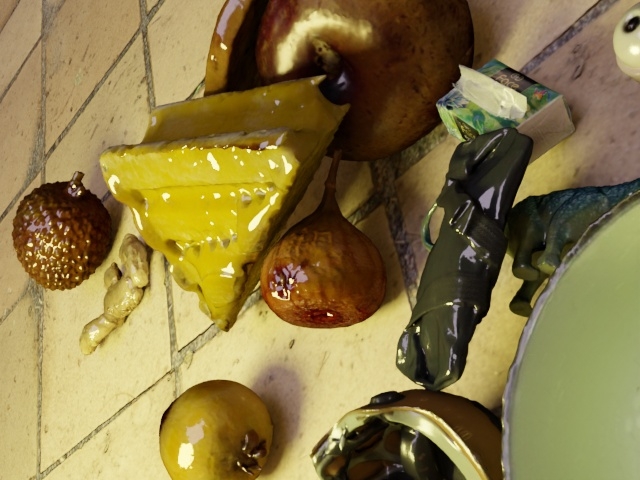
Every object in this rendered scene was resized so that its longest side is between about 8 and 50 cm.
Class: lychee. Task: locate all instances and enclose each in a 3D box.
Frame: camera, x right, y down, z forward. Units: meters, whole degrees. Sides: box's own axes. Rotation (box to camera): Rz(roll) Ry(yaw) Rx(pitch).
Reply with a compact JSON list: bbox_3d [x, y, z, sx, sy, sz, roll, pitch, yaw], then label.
[{"bbox_3d":[-0.487,-0.020,1.565,0.200,0.200,0.238,44,122,50],"label":"lychee"}]

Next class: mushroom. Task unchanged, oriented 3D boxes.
[{"bbox_3d":[0.063,-0.239,0.965,0.254,0.267,0.267,-49,30,-23],"label":"mushroom"}]

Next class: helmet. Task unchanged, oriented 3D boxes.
[{"bbox_3d":[0.106,0.217,0.748,0.224,0.130,0.198,-31,87,45],"label":"helmet"}]

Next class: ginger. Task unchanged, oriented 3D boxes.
[{"bbox_3d":[-0.362,0.095,1.471,0.258,0.065,0.149,-54,28,31],"label":"ginger"}]

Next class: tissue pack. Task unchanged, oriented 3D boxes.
[{"bbox_3d":[0.180,-0.133,0.833,0.085,0.079,0.111,-37,41,-3],"label":"tissue pack"}]

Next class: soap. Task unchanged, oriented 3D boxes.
[{"bbox_3d":[-0.060,-0.021,0.985,0.339,0.304,0.169,1,43,44],"label":"soap"}]

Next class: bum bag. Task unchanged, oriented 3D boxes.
[{"bbox_3d":[0.125,0.013,0.746,0.123,0.060,0.248,159,123,-74],"label":"bum bag"}]

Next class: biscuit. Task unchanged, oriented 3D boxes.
[{"bbox_3d":[-0.058,-0.308,1.084,0.359,0.046,0.359,-60,-4,-7],"label":"biscuit"}]

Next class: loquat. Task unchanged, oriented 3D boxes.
[{"bbox_3d":[-0.132,0.251,1.049,0.163,0.137,0.163,-28,40,27],"label":"loquat"}]

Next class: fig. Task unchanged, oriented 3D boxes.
[{"bbox_3d":[0.000,0.000,0.971,0.134,0.146,0.201,87,178,-74],"label":"fig"}]

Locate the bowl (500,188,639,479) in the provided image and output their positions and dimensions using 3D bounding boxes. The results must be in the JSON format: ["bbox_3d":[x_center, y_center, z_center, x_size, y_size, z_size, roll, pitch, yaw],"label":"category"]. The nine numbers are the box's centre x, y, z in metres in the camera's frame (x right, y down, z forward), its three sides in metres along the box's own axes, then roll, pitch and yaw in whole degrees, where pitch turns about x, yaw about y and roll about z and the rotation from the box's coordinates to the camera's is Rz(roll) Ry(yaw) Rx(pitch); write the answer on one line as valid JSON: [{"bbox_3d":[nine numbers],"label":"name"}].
[{"bbox_3d":[0.304,0.130,0.502,0.354,0.185,0.353,-24,58,45],"label":"bowl"}]

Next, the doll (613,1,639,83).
[{"bbox_3d":[0.339,-0.250,0.680,0.160,0.094,0.365,24,98,56],"label":"doll"}]

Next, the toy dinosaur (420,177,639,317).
[{"bbox_3d":[0.218,-0.006,0.760,0.363,0.076,0.147,-20,36,47],"label":"toy dinosaur"}]
